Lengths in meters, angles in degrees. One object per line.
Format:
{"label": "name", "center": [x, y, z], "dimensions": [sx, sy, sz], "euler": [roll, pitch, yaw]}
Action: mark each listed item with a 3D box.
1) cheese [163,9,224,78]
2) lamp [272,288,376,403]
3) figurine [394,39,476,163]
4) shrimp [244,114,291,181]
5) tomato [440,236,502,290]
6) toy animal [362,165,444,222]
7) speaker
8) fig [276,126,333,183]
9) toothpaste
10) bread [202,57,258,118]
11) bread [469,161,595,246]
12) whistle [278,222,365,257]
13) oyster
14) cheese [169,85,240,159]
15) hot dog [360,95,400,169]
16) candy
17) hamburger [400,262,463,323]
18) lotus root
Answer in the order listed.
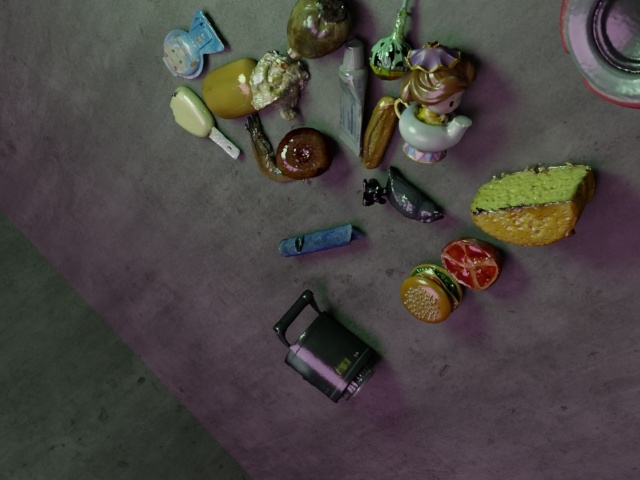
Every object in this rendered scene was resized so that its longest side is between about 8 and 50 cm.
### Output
{"label": "cheese", "center": [-0.351, -0.513, 1.959], "dimensions": [0.245, 0.052, 0.135], "euler": [-21, 108, 49]}
{"label": "lamp", "center": [0.037, 0.358, 2.249], "dimensions": [0.272, 0.205, 0.374], "euler": [29, 155, 27]}
{"label": "figurine", "center": [0.241, -0.297, 1.555], "dimensions": [0.190, 0.142, 0.263], "euler": [27, 139, 21]}
{"label": "shrimp", "center": [-0.133, -0.249, 1.999], "dimensions": [0.152, 0.046, 0.219], "euler": [6, 131, 39]}
{"label": "tomato", "center": [0.375, 0.043, 1.788], "dimensions": [0.156, 0.069, 0.155], "euler": [23, 139, 22]}
{"label": "toy animal", "center": [0.212, -0.115, 1.808], "dimensions": [0.210, 0.121, 0.117], "euler": [15, 90, 10]}
{"label": "speaker", "center": [0.527, -0.360, 1.150], "dimensions": [0.294, 0.294, 0.294], "euler": [24, 136, 25]}
{"label": "fig", "center": [-0.033, -0.215, 1.916], "dimensions": [0.146, 0.133, 0.201], "euler": [2, 173, 10]}
{"label": "toothpaste", "center": [0.073, -0.339, 1.724], "dimensions": [0.069, 0.099, 0.282], "euler": [5, 131, 2]}
{"label": "bread", "center": [-0.229, -0.392, 1.925], "dimensions": [0.217, 0.098, 0.147], "euler": [-12, 111, 45]}
{"label": "bread", "center": [0.460, -0.067, 1.554], "dimensions": [0.261, 0.160, 0.147], "euler": [-8, 124, 38]}
{"label": "whistle", "center": [0.000, 0.000, 2.089], "dimensions": [0.304, 0.062, 0.062], "euler": [-12, 114, 46]}
{"label": "oyster", "center": [-0.096, -0.372, 1.815], "dimensions": [0.163, 0.081, 0.191], "euler": [-26, 138, 17]}
{"label": "cheese", "center": [-0.331, -0.326, 2.105], "dimensions": [0.255, 0.050, 0.127], "euler": [44, 141, 2]}
{"label": "hot dog", "center": [0.138, -0.261, 1.751], "dimensions": [0.066, 0.047, 0.215], "euler": [5, 138, -9]}
{"label": "candy", "center": [0.166, -0.480, 1.531], "dimensions": [0.091, 0.083, 0.305], "euler": [22, 128, 19]}
{"label": "hamburger", "center": [0.290, 0.138, 1.909], "dimensions": [0.162, 0.115, 0.162], "euler": [22, 134, 25]}
{"label": "lotus root", "center": [-0.014, -0.475, 1.640], "dimensions": [0.138, 0.138, 0.214], "euler": [53, 143, -9]}
